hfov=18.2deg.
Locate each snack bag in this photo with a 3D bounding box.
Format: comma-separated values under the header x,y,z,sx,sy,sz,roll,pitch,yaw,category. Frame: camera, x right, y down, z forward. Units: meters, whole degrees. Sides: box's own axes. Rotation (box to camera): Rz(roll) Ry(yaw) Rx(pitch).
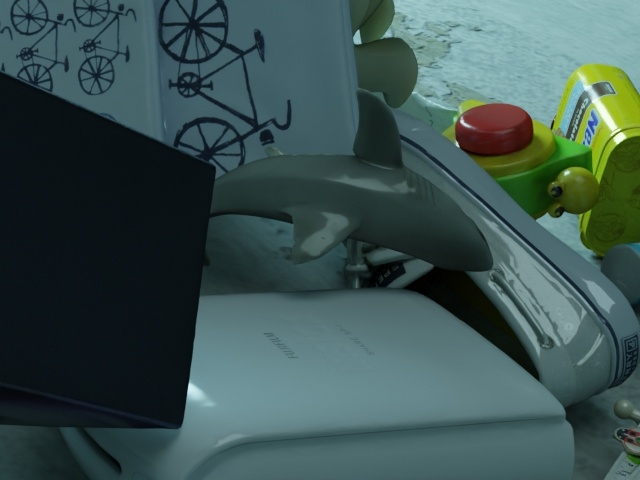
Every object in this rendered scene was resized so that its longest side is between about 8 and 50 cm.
x,y,z,sx,sy,sz,roll,pitch,yaw,category
-0.134,-0.168,1.586,0.342,0.323,0.037,-7,-8,6,snack bag

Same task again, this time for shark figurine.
x,y,z,sx,sy,sz,roll,pitch,yaw,category
-0.027,-0.011,1.468,0.278,0.166,0.116,-5,42,18,shark figurine

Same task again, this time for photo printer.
x,y,z,sx,sy,sz,roll,pitch,yaw,category
-0.021,0.118,1.358,0.307,0.107,0.256,-2,21,-26,photo printer

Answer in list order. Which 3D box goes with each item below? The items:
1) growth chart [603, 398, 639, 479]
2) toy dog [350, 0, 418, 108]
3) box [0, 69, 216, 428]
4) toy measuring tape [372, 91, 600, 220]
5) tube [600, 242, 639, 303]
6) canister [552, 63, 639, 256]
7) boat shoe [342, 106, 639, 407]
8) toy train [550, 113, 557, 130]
x,y,z,sx,sy,sz,roll,pitch,yaw,category
0.261,0.202,1.393,0.172,0.021,0.237,21,30,11,growth chart
-0.029,-0.297,1.746,0.408,0.395,0.284,-18,20,7,toy dog
-0.270,0.006,1.187,0.294,0.183,0.296,-2,-14,33,box
0.111,-0.079,1.811,0.121,0.121,0.330,-15,27,-42,toy measuring tape
0.338,0.023,1.780,0.207,0.052,0.080,-4,38,-39,tube
0.267,-0.077,1.844,0.073,0.126,0.170,7,27,-12,canister
0.073,0.023,1.599,0.156,0.136,0.367,-25,53,-34,boat shoe
0.249,-0.115,2.005,0.036,0.027,0.158,18,28,16,toy train
